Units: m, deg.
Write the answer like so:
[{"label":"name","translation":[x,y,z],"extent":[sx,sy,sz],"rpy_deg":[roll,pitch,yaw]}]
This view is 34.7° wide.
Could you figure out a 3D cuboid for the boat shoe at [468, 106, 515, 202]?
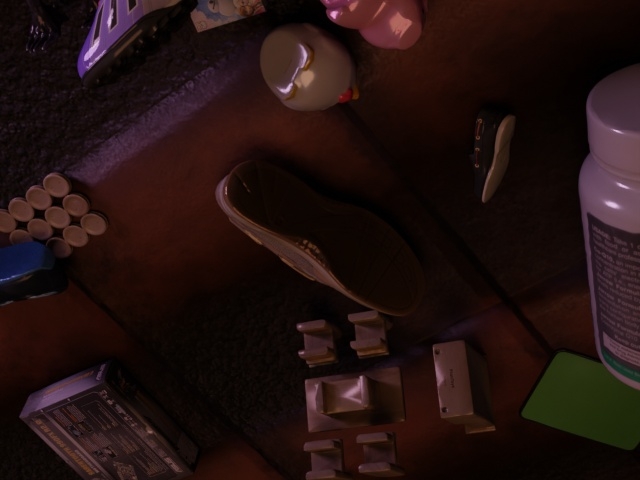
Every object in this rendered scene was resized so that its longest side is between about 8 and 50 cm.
[{"label":"boat shoe","translation":[0.205,-0.104,1.248],"extent":[0.042,0.049,0.133],"rpy_deg":[27,139,24]}]

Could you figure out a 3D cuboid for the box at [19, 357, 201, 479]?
[{"label":"box","translation":[-0.331,0.308,1.630],"extent":[0.183,0.056,0.231],"rpy_deg":[-24,118,25]}]

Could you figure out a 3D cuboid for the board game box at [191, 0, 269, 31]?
[{"label":"board game box","translation":[-0.117,-0.293,1.174],"extent":[0.090,0.020,0.090],"rpy_deg":[-13,122,19]}]

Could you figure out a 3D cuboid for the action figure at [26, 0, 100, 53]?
[{"label":"action figure","translation":[-0.310,-0.348,1.092],"extent":[0.164,0.141,0.275],"rpy_deg":[-17,123,3]}]

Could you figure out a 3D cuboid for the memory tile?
[{"label":"memory tile","translation":[-0.375,-0.026,1.419],"extent":[0.148,0.012,0.113],"rpy_deg":[-29,117,26]}]

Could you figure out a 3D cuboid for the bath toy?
[{"label":"bath toy","translation":[0.072,-0.272,1.102],"extent":[0.348,0.129,0.151],"rpy_deg":[-49,62,32]}]

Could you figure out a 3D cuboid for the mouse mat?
[{"label":"mouse mat","translation":[0.400,0.234,1.486],"extent":[0.190,0.007,0.152],"rpy_deg":[18,127,-3]}]

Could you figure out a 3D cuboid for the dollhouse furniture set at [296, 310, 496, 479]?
[{"label":"dollhouse furniture set","translation":[0.103,0.216,1.412],"extent":[0.242,0.212,0.161],"rpy_deg":[-10,161,17]}]

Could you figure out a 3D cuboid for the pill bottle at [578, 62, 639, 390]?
[{"label":"pill bottle","translation":[0.407,-0.011,1.181],"extent":[0.204,0.204,0.361],"rpy_deg":[-6,125,14]}]

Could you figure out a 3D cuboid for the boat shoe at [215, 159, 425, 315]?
[{"label":"boat shoe","translation":[0.000,0.000,1.332],"extent":[0.302,0.109,0.098],"rpy_deg":[31,164,-14]}]

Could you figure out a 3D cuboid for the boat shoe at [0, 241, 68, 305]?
[{"label":"boat shoe","translation":[-0.478,0.074,1.448],"extent":[0.258,0.109,0.089],"rpy_deg":[-5,142,23]}]

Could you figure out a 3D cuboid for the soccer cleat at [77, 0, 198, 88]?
[{"label":"soccer cleat","translation":[-0.174,-0.304,1.102],"extent":[0.116,0.108,0.318],"rpy_deg":[42,106,-3]}]
